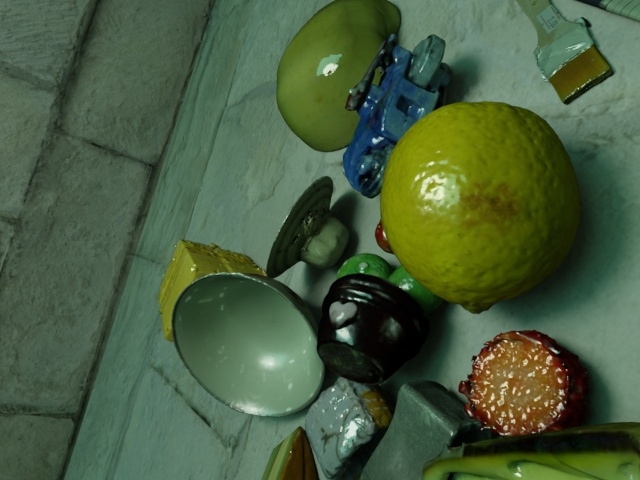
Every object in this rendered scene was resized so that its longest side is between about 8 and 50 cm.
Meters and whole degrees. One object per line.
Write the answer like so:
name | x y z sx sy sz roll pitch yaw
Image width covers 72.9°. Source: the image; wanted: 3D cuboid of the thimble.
thimble | 0.050 0.304 0.703 0.151 0.127 0.118 -54 40 14

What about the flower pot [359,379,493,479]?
flower pot | 0.139 0.319 0.602 0.108 0.103 0.229 34 104 56

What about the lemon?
lemon | 0.202 -0.052 0.574 0.267 0.267 0.267 -27 54 44

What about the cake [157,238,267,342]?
cake | -0.271 0.158 1.117 0.286 0.223 0.227 37 107 53

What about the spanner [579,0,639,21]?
spanner | 0.441 -0.308 0.571 0.087 0.024 0.315 -49 40 25

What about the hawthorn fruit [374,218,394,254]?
hawthorn fruit | 0.145 -0.011 0.776 0.093 0.093 0.093 -27 54 44

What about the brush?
brush | 0.360 -0.358 0.698 0.085 0.020 0.336 -36 48 38

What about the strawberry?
strawberry | 0.253 0.181 0.531 0.145 0.086 0.145 -25 56 42

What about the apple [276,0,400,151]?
apple | 0.040 -0.406 1.085 0.360 0.311 0.320 -22 12 44

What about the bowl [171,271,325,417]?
bowl | -0.129 0.189 0.921 0.337 0.337 0.157 -48 1 28

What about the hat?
hat | 0.000 0.000 0.912 0.110 0.252 0.251 31 102 13

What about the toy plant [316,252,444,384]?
toy plant | 0.092 0.110 0.717 0.218 0.175 0.235 -7 35 43

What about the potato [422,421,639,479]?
potato | 0.252 0.316 0.406 0.280 0.213 0.330 152 119 -66

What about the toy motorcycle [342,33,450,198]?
toy motorcycle | 0.144 -0.217 0.828 0.182 0.241 0.318 24 87 14

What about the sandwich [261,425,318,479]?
sandwich | -0.037 0.486 0.833 0.117 0.144 0.187 -50 5 26
